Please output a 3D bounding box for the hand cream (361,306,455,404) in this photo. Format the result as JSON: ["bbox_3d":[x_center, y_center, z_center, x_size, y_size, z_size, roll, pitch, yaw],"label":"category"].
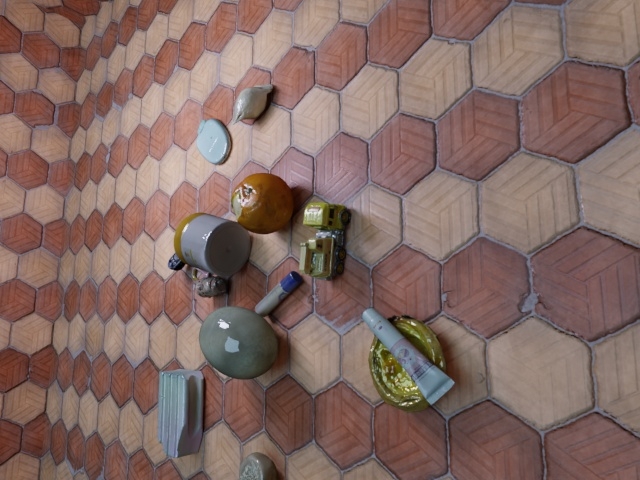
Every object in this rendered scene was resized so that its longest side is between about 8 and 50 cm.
[{"bbox_3d":[0.233,0.311,1.289,0.085,0.058,0.331,-39,50,-6],"label":"hand cream"}]

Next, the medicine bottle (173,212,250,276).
[{"bbox_3d":[-0.451,0.016,1.908,0.232,0.238,0.237,15,93,40],"label":"medicine bottle"}]

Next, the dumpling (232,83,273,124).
[{"bbox_3d":[-0.310,-0.593,1.969,0.166,0.126,0.215,45,115,53],"label":"dumpling"}]

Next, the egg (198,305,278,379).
[{"bbox_3d":[-0.308,0.380,1.713,0.353,0.259,0.258,18,95,38],"label":"egg"}]

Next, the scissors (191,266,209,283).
[{"bbox_3d":[-0.600,0.109,2.163,0.318,0.024,0.160,24,101,43],"label":"scissors"}]

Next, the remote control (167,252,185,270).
[{"bbox_3d":[-0.611,0.036,2.144,0.265,0.066,0.090,-49,52,5],"label":"remote control"}]

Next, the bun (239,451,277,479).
[{"bbox_3d":[-0.215,0.862,1.653,0.167,0.114,0.172,25,101,47],"label":"bun"}]

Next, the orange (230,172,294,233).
[{"bbox_3d":[-0.220,-0.141,1.747,0.240,0.240,0.239,-8,78,40],"label":"orange"}]

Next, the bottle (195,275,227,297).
[{"bbox_3d":[-0.463,0.202,1.982,0.152,0.099,0.098,-11,76,40],"label":"bottle"}]

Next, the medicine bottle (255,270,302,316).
[{"bbox_3d":[-0.162,0.206,1.748,0.231,0.059,0.059,-45,57,27],"label":"medicine bottle"}]

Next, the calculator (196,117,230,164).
[{"bbox_3d":[-0.517,-0.477,2.172,0.295,0.042,0.184,48,113,34],"label":"calculator"}]

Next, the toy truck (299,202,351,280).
[{"bbox_3d":[0.000,0.000,1.579,0.124,0.157,0.271,4,86,41],"label":"toy truck"}]

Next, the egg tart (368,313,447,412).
[{"bbox_3d":[0.258,0.359,1.348,0.279,0.095,0.278,-14,69,41],"label":"egg tart"}]

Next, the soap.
[{"bbox_3d":[-0.614,0.752,2.008,0.208,0.115,0.346,-10,77,40],"label":"soap"}]
